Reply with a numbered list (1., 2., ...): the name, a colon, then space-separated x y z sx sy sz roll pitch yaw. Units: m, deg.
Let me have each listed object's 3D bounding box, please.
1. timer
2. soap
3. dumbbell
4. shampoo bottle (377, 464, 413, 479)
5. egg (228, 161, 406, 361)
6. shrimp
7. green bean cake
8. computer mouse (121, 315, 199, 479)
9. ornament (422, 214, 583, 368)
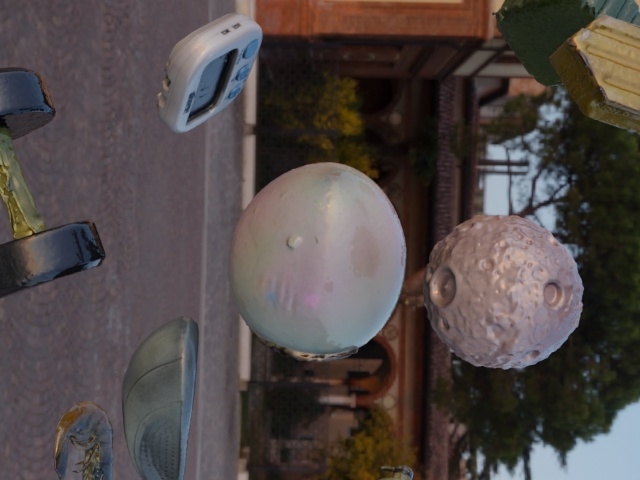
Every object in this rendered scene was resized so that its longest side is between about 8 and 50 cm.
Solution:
1. timer: -0.235 -0.353 1.578 0.237 0.087 0.262 -39 169 -37
2. soap: 0.509 -0.269 1.240 0.080 0.257 0.160 123 -17 -70
3. dumbbell: -0.483 -0.084 1.180 0.204 0.203 0.323 -92 163 -87
4. shampoo bottle: 0.098 0.386 1.058 0.162 0.079 0.079 -59 157 -47
5. egg: 0.000 0.000 1.472 0.355 0.354 0.340 -89 -174 -47
6. shrimp: -0.461 0.462 1.460 0.169 0.058 0.296 25 59 -63
7. green bean cake: 0.546 -0.482 1.662 0.249 0.247 0.156 -6 -135 57
8. computer mouse: -0.269 0.281 1.263 0.188 0.121 0.371 -93 -170 -51
9. ornament: 0.287 0.081 1.239 0.259 0.225 0.260 -12 -104 58
